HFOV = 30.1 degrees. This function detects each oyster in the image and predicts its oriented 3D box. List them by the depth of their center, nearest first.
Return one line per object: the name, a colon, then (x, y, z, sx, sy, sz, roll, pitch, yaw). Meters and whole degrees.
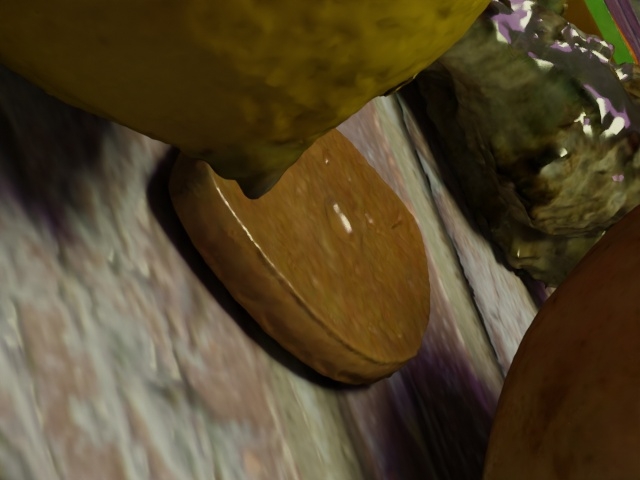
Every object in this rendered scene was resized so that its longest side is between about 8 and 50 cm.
oyster: (0.149, -0.113, 0.862, 0.337, 0.133, 0.197, 42, 54, -12)

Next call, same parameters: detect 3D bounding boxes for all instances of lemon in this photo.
lemon: (-0.041, -0.158, 0.396, 0.228, 0.228, 0.253, 30, 32, -53)

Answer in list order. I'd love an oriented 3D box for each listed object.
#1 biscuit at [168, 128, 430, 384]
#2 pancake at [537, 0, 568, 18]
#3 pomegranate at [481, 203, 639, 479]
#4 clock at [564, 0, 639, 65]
biscuit: (0.000, 0.000, 0.561, 0.221, 0.029, 0.142, 3, 61, -65)
pancake: (0.144, -0.280, 0.954, 0.197, 0.054, 0.376, -109, -169, -62)
pomegranate: (0.224, 0.144, 0.567, 0.342, 0.342, 0.342, 47, 27, -33)
clock: (0.303, -0.209, 1.349, 0.219, 0.106, 0.255, 65, 22, 5)
